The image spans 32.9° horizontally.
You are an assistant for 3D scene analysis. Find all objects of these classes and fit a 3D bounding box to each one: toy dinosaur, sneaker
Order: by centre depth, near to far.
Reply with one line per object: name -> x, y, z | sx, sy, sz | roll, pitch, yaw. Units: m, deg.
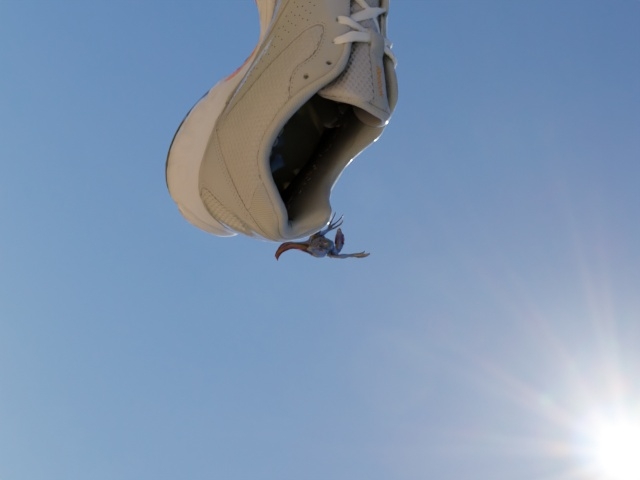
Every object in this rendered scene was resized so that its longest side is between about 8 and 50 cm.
sneaker -> 0.013, -0.114, 0.614 | 0.121, 0.099, 0.262 | 22, -89, 53
toy dinosaur -> 0.000, 0.000, 1.057 | 0.082, 0.090, 0.047 | 80, -1, -74
